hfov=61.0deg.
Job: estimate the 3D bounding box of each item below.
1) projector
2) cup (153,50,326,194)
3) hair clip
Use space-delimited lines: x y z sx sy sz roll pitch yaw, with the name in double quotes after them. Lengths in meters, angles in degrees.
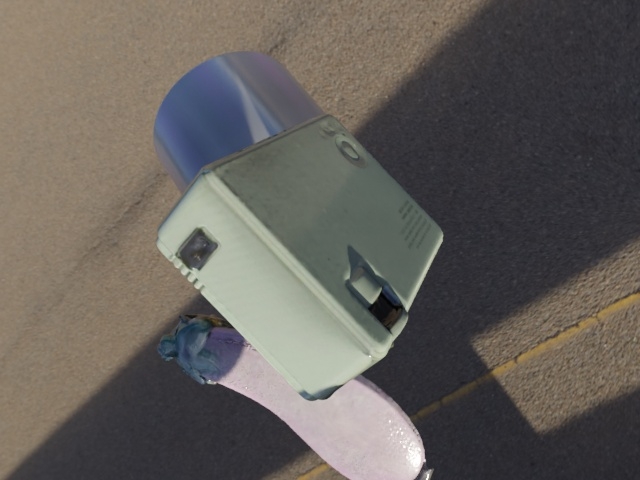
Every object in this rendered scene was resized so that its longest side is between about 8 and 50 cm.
0.000 0.000 0.497 0.192 0.256 0.099 45 121 0 "projector"
-0.067 -0.080 0.802 0.253 0.253 0.371 -51 57 24 "cup"
-0.023 0.183 0.647 0.359 0.095 0.110 30 77 12 "hair clip"
